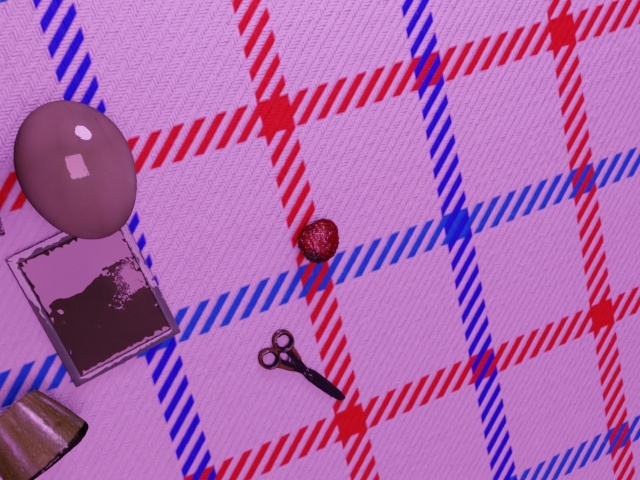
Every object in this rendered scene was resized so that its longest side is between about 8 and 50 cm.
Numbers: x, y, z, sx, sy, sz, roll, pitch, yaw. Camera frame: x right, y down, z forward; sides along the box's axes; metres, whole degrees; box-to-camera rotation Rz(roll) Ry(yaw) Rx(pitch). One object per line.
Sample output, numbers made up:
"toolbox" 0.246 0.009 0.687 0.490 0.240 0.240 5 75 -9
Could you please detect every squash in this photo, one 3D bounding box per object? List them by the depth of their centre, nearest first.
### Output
"squash" -0.501 0.339 1.496 0.170 0.170 0.123 -42 95 -10

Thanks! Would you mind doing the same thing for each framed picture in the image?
"framed picture" -0.403 0.101 1.557 0.217 0.016 0.273 -27 110 -15

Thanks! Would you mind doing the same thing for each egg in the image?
"egg" -0.397 -0.113 1.420 0.186 0.186 0.241 -28 112 -15

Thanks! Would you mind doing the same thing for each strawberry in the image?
"strawberry" 0.000 0.000 1.677 0.083 0.083 0.096 41 51 -25

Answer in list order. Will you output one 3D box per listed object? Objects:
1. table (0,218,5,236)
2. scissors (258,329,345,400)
"table" -0.620 -0.073 1.343 0.193 0.172 0.169 -18 107 -23
"scissors" -0.028 0.266 1.752 0.220 0.017 0.088 40 84 -25
